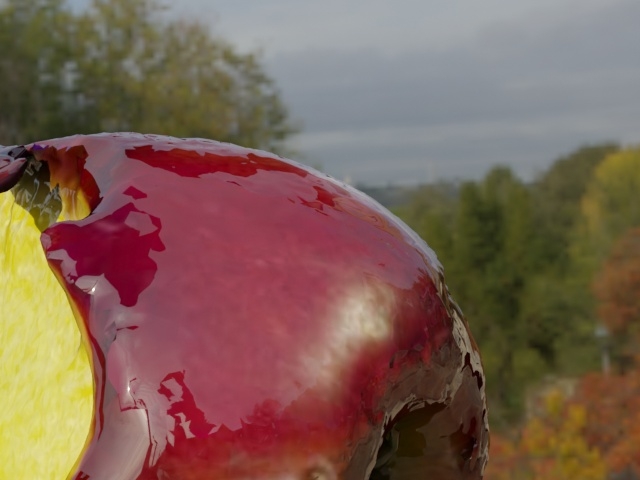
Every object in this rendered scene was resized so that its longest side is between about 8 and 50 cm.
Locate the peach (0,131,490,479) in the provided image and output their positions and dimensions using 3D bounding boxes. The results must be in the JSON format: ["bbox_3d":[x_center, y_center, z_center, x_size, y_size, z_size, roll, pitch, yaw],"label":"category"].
[{"bbox_3d":[-0.117,0.115,0.965,0.416,0.339,0.353,6,-16,29],"label":"peach"}]
